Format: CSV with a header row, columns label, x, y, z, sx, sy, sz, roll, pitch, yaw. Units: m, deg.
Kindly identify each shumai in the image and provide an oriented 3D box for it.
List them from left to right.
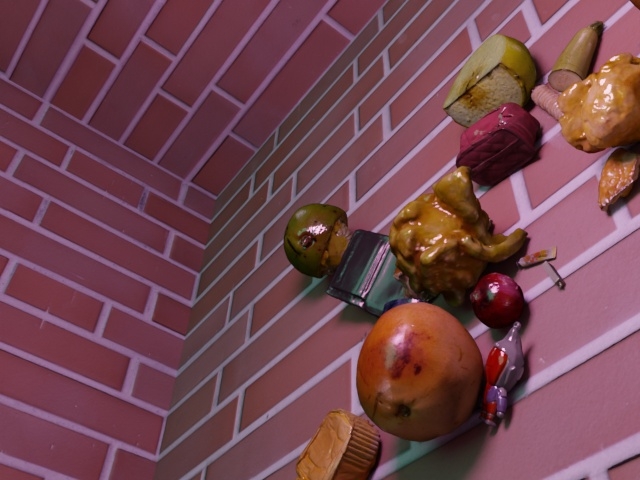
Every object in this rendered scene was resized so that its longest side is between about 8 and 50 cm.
label,x,y,z,sx,sy,sz,roll,pitch,yaw
shumai,0.260,0.097,1.931,0.145,0.116,0.145,-34,36,30

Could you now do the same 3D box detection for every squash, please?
label,x,y,z,sx,sy,sz,roll,pitch,yaw
squash,0.684,-0.492,1.837,0.224,0.094,0.094,-58,22,-16

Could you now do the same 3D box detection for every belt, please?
label,x,y,z,sx,sy,sz,roll,pitch,yaw
belt,0.231,0.216,1.825,0.190,0.141,0.082,-24,40,56

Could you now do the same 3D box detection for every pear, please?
label,x,y,z,sx,sy,sz,roll,pitch,yaw
pear,0.512,-0.472,2.046,0.292,0.159,0.292,-53,17,24

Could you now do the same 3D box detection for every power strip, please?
label,x,y,z,sx,sy,sz,roll,pitch,yaw
power strip,0.517,0.076,1.556,0.017,0.027,0.083,-50,27,21

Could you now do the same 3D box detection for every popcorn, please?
label,x,y,z,sx,sy,sz,roll,pitch,yaw
popcorn,0.333,0.005,1.737,0.321,0.325,0.290,60,-134,-69
popcorn,0.645,-0.291,1.517,0.253,0.191,0.190,-49,25,25

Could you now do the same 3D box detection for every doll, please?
label,x,y,z,sx,sy,sz,roll,pitch,yaw
doll,0.389,0.283,1.508,0.102,0.075,0.227,-175,104,-75

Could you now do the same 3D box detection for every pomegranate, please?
label,x,y,z,sx,sy,sz,roll,pitch,yaw
pomegranate,0.000,0.000,2.457,0.260,0.260,0.340,-59,-6,1
pomegranate,0.227,0.291,1.592,0.319,0.319,0.319,-45,27,31

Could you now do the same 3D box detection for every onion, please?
label,x,y,z,sx,sy,sz,roll,pitch,yaw
onion,0.401,0.137,1.602,0.131,0.131,0.131,-45,27,31

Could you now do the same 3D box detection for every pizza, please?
label,x,y,z,sx,sy,sz,roll,pitch,yaw
pizza,0.649,-0.137,1.525,0.099,0.036,0.160,-19,47,58

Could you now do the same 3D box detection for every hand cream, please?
label,x,y,z,sx,sy,sz,roll,pitch,yaw
hand cream,0.503,0.040,1.637,0.102,0.022,0.035,-26,32,46

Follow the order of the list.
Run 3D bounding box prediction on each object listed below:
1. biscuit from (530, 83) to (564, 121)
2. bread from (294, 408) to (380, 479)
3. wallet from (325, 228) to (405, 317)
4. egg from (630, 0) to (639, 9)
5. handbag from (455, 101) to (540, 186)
label,x,y,z,sx,sy,sz,roll,pitch,yaw
biscuit,0.609,-0.354,1.835,0.061,0.055,0.219,-39,27,11
bread,0.046,0.563,1.802,0.250,0.133,0.179,-63,24,-4
wallet,0.170,0.101,2.109,0.323,0.041,0.247,16,78,47
egg,0.802,-0.602,1.495,0.322,0.250,0.250,7,68,56
handbag,0.473,-0.254,1.887,0.225,0.146,0.135,-34,29,47
